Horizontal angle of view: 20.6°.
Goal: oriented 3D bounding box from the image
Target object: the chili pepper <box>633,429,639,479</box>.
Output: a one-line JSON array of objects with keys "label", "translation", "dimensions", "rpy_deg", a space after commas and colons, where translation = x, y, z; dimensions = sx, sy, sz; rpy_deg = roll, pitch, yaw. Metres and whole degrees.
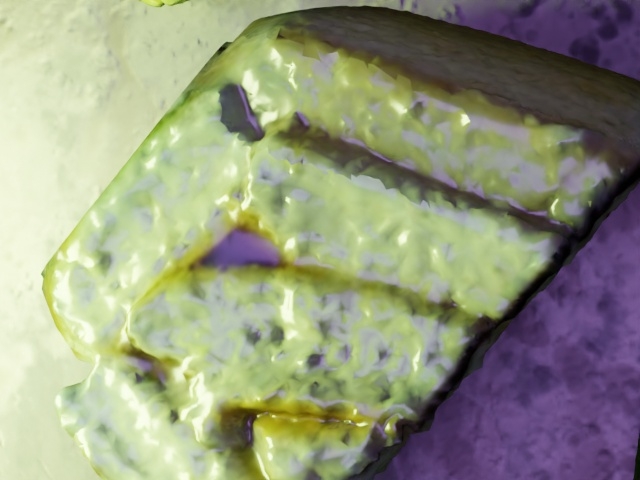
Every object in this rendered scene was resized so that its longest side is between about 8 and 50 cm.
[{"label": "chili pepper", "translation": [0.269, 0.053, 1.109], "dimensions": [0.099, 0.083, 0.253], "rpy_deg": [22, 102, 1]}]

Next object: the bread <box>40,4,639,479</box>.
[{"label": "bread", "translation": [0.002, -0.009, 1.082], "dimensions": [0.264, 0.239, 0.395], "rpy_deg": [40, 99, 7]}]

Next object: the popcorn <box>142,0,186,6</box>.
[{"label": "popcorn", "translation": [-0.120, -0.254, 1.123], "dimensions": [0.221, 0.183, 0.204], "rpy_deg": [46, 135, 6]}]
